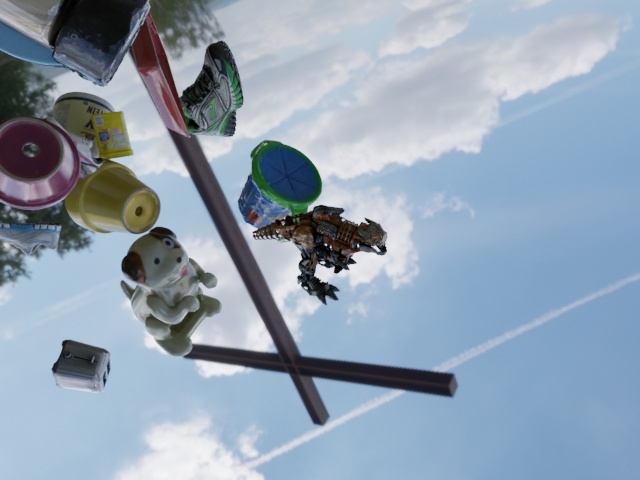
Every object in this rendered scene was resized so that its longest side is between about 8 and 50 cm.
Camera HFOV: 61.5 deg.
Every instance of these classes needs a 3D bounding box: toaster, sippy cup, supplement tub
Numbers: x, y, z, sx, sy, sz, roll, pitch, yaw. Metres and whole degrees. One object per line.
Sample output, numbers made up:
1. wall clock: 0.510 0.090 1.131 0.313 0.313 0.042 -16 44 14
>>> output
1. toaster: -0.759 0.412 1.723 0.147 0.227 0.129 15 -127 -10
2. sippy cup: -0.148 -0.151 1.712 0.224 0.240 0.305 -44 -158 45
3. supplement tub: -0.958 -0.400 2.155 0.236 0.235 0.324 -10 -112 25

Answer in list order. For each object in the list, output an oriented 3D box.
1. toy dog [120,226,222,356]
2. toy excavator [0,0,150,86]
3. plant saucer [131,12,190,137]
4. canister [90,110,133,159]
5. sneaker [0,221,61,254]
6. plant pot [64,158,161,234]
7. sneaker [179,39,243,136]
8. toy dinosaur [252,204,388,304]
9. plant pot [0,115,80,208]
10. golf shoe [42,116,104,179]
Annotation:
1. toy dog: -0.553 0.142 1.926 0.396 0.407 0.284 28 -129 22
2. toy excavator: -0.265 -0.411 0.645 0.432 0.222 0.445 -61 -156 2
3. plant saucer: -0.358 -0.384 1.151 0.048 0.258 0.259 -18 -110 -6
4. canister: -0.790 -0.398 2.043 0.126 0.169 0.073 -18 -164 -36
5. sneaker: -0.749 -0.005 1.338 0.191 0.082 0.071 2 -175 -7
6. plant pot: -0.686 -0.130 1.828 0.239 0.253 0.254 20 -134 30
7. sneaker: -0.284 -0.367 1.380 0.146 0.134 0.343 -11 159 -21
8. toy dinosaur: 0.000 0.000 1.230 0.322 0.218 0.164 25 -128 39
9. plant pot: -0.602 -0.170 1.110 0.201 0.201 0.180 -36 -167 -24
10. golf shoe: -0.640 -0.250 1.390 0.086 0.186 0.067 -37 -132 -13
